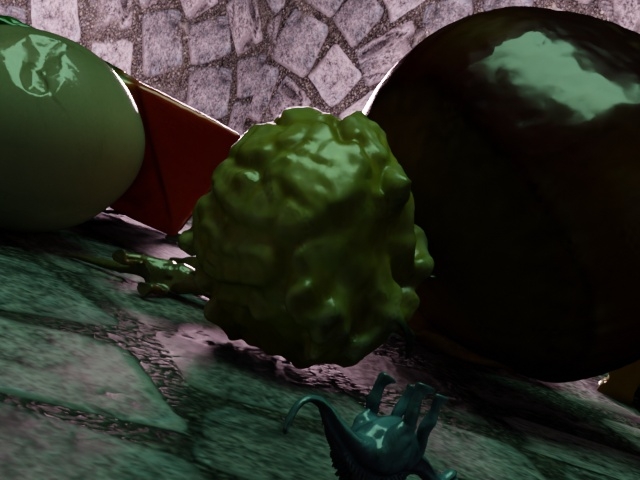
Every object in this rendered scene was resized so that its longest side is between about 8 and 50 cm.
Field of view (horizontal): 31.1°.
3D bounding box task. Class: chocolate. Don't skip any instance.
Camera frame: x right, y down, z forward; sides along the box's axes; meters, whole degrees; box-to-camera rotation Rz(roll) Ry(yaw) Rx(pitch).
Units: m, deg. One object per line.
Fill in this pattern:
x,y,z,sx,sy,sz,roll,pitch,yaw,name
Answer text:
-0.288,-0.143,1.500,0.341,0.161,0.360,26,0,-7,chocolate

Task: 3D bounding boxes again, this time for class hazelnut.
0.250,-0.064,1.224,0.421,0.421,0.352,21,-22,22,hazelnut

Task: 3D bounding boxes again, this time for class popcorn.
0.001,0.005,1.051,0.249,0.249,0.225,13,16,-47,popcorn

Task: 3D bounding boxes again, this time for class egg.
-0.319,-0.118,1.220,0.269,0.219,0.219,3,11,-20,egg

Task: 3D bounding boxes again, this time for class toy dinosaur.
-0.169,0.035,1.196,0.162,0.039,0.126,14,0,40,toy dinosaur
0.043,0.127,0.747,0.045,0.080,0.197,16,-9,41,toy dinosaur

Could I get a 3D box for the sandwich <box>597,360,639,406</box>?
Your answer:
0.481,0.187,1.558,0.198,0.227,0.155,-18,-9,24,sandwich

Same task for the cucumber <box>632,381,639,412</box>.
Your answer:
0.508,0.236,1.344,0.293,0.067,0.067,25,8,36,cucumber

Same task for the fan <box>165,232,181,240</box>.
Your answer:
-0.121,0.021,1.577,0.193,0.016,0.038,19,3,7,fan

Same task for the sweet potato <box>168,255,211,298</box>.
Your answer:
-0.116,0.045,1.246,0.153,0.038,0.041,25,31,35,sweet potato

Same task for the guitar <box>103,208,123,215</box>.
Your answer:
-0.360,-0.068,1.584,0.233,0.025,0.088,16,6,-29,guitar

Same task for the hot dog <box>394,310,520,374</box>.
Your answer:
0.183,0.084,1.422,0.337,0.135,0.100,17,-16,-28,hot dog
